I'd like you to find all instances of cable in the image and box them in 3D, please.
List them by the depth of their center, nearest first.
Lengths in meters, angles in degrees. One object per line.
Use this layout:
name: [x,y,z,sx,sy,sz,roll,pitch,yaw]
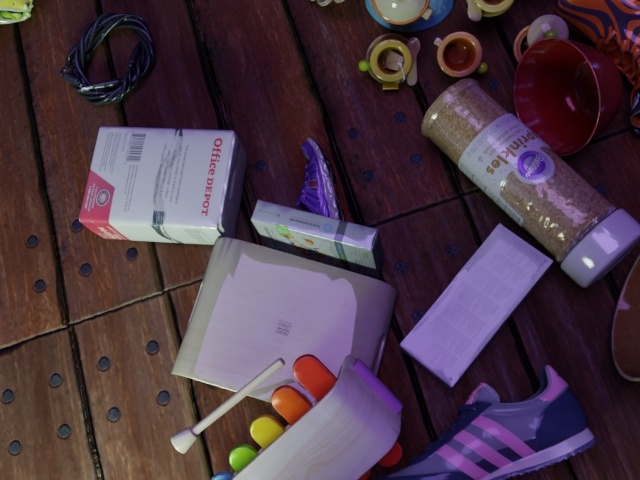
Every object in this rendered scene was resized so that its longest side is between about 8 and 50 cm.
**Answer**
cable: [-0.378,-0.336,1.352,0.150,0.047,0.184,36,80,18]

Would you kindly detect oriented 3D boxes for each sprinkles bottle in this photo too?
sprinkles bottle: [0.311,-0.092,1.121,0.121,0.121,0.355,-41,70,-6]

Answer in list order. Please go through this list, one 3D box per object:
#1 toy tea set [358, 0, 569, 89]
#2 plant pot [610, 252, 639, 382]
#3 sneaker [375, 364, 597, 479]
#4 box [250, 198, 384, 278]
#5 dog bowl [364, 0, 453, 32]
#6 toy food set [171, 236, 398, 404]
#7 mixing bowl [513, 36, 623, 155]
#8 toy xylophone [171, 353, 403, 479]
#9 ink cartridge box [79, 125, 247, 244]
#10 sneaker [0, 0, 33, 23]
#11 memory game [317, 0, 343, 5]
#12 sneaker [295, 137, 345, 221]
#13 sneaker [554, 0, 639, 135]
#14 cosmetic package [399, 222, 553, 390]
toy tea set: [0.224,-0.347,1.183,0.336,0.124,0.200,-3,106,7]
plant pot: [0.559,0.117,0.975,0.254,0.237,0.237,22,76,-1]
sneaker: [0.206,0.272,1.021,0.319,0.112,0.131,-17,75,-6]
box: [0.000,0.000,1.126,0.186,0.145,0.038,16,73,13]
dog bowl: [0.195,-0.507,1.305,0.166,0.074,0.297,33,79,18]
toy food set: [-0.053,0.139,1.128,0.306,0.092,0.220,15,74,5]
mixing bowl: [0.395,-0.229,1.143,0.098,0.181,0.181,-17,68,-23]
toy xylophone: [-0.048,0.280,1.005,0.322,0.081,0.236,-35,101,5]
ink cartridge box: [-0.251,-0.089,1.219,0.237,0.100,0.172,3,72,11]
sneaker: [-0.584,-0.504,1.416,0.384,0.145,0.147,-43,101,-9]
memory game: [0.049,-0.492,1.309,0.186,0.012,0.186,-23,51,31]
sneaker: [-0.011,-0.087,1.201,0.071,0.068,0.170,-15,70,10]
sneaker: [0.493,-0.277,1.153,0.321,0.124,0.180,28,77,17]
cosmetic package: [0.231,0.099,1.100,0.099,0.060,0.239,38,81,20]
